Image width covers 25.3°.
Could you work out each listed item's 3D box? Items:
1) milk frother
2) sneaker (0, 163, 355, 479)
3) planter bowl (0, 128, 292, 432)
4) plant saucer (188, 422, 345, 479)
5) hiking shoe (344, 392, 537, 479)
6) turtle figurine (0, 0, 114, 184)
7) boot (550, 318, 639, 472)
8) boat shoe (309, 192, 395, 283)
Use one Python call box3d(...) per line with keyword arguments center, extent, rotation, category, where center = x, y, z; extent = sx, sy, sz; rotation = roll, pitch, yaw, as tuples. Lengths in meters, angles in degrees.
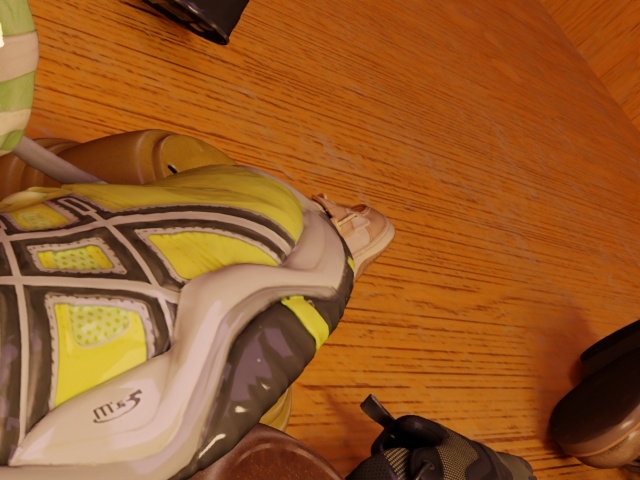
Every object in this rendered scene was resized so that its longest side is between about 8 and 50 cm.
box3d(center=(-0.098, -0.231, 0.981), extent=(0.143, 0.135, 0.129), rotation=(35, -6, -42), category="milk frother")
box3d(center=(-0.108, 0.036, 0.422), extent=(0.147, 0.145, 0.384), rotation=(47, 27, -1), category="sneaker")
box3d(center=(-0.068, 0.015, 0.671), extent=(0.217, 0.090, 0.217), rotation=(42, 21, -20), category="planter bowl")
box3d(center=(-0.013, 0.146, 0.580), extent=(0.168, 0.029, 0.168), rotation=(39, 36, -36), category="plant saucer")
box3d(center=(0.055, 0.163, 0.704), extent=(0.114, 0.086, 0.227), rotation=(30, 18, -12), category="hiking shoe")
box3d(center=(-0.182, -0.105, 0.533), extent=(0.266, 0.274, 0.198), rotation=(-6, 78, -18), category="turtle figurine")
box3d(center=(0.261, 0.140, 1.130), extent=(0.115, 0.112, 0.305), rotation=(62, 19, 2), category="boot")
box3d(center=(0.000, 0.000, 0.879), extent=(0.059, 0.063, 0.170), rotation=(54, 20, -5), category="boat shoe")
